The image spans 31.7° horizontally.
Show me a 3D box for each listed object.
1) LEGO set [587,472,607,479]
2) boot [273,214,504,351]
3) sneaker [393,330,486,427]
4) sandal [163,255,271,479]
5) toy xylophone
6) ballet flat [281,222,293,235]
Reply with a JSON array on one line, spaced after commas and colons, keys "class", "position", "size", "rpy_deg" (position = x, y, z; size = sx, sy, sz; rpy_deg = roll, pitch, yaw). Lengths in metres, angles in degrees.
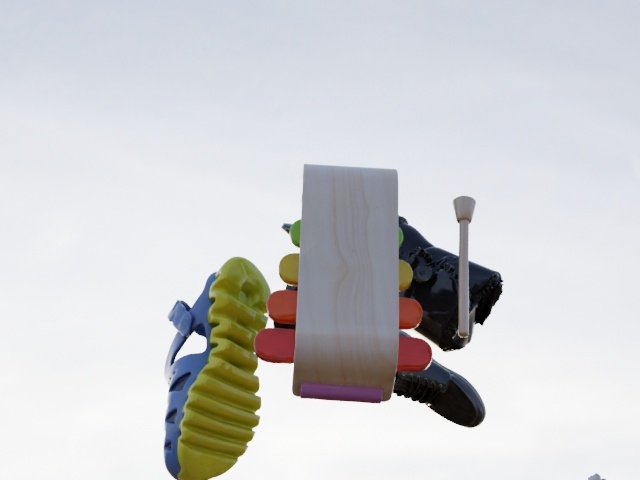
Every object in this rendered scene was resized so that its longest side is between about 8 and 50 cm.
[{"class": "LEGO set", "position": [0.476, 0.434, 1.791], "size": [0.227, 0.093, 0.087], "rpy_deg": [35, -51, -24]}, {"class": "boot", "position": [0.089, 0.080, 1.446], "size": [0.246, 0.207, 0.094], "rpy_deg": [-38, -41, -22]}, {"class": "sneaker", "position": [0.171, 0.253, 1.891], "size": [0.222, 0.118, 0.083], "rpy_deg": [39, -63, 9]}, {"class": "sandal", "position": [-0.155, 0.179, 1.508], "size": [0.138, 0.317, 0.126], "rpy_deg": [-19, -45, 35]}, {"class": "toy xylophone", "position": [0.059, 0.038, 1.322], "size": [0.236, 0.322, 0.081], "rpy_deg": [10, -30, 2]}, {"class": "ballet flat", "position": [0.000, 0.000, 1.572], "size": [0.114, 0.041, 0.041], "rpy_deg": [6, -31, -9]}]
